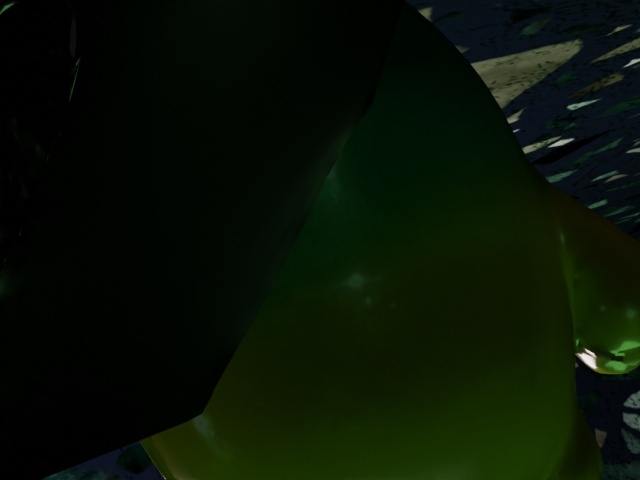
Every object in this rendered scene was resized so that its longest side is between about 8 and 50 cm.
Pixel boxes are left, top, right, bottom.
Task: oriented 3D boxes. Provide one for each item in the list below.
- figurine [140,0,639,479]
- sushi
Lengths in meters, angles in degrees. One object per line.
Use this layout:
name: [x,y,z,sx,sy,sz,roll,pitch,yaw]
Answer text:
figurine: [0.000,0.000,0.929,0.324,0.340,0.231,-18,171,-12]
sushi: [-0.116,-0.056,0.774,0.215,0.212,0.227,-16,131,-51]
